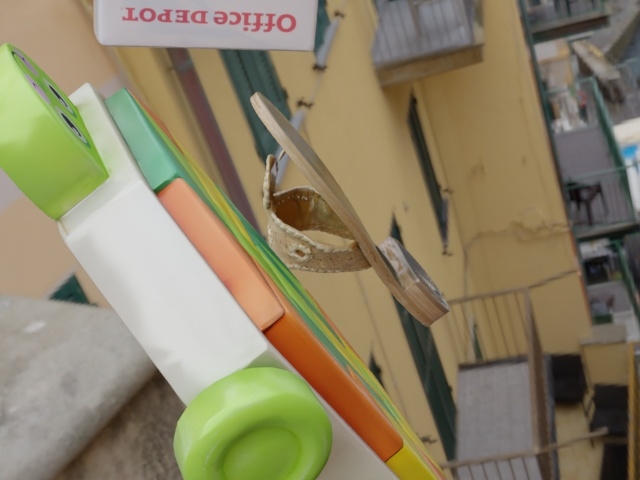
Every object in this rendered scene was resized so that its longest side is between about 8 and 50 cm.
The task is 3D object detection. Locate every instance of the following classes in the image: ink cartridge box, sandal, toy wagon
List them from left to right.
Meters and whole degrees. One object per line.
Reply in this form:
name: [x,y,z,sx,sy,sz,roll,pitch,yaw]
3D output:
toy wagon: [-0.054,0.025,0.452,0.068,0.344,0.267,-38,36,-1]
ink cartridge box: [-0.111,-0.350,0.956,0.226,0.306,0.131,-1,20,-13]
sandal: [0.002,0.003,0.708,0.079,0.240,0.088,-38,34,10]
